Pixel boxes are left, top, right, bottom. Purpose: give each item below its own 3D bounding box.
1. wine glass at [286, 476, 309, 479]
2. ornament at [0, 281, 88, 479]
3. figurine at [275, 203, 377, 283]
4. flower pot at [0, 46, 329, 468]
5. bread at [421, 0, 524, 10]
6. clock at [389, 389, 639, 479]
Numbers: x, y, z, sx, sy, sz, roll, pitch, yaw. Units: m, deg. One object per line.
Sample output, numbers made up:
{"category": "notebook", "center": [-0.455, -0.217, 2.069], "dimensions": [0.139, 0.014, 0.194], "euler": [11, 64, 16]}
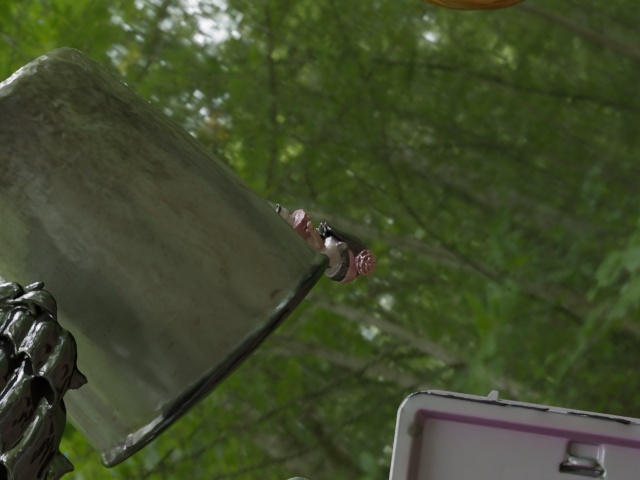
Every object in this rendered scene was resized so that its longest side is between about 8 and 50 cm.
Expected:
{"category": "wine glass", "center": [0.161, 0.212, 0.834], "dimensions": [0.264, 0.310, 0.096], "euler": [33, -130, -52]}
{"category": "ornament", "center": [-0.280, 0.134, 0.872], "dimensions": [0.251, 0.260, 0.106], "euler": [-44, -27, -15]}
{"category": "figurine", "center": [0.000, 0.000, 1.329], "dimensions": [0.072, 0.129, 0.054], "euler": [-33, 27, 56]}
{"category": "flower pot", "center": [-0.201, 0.001, 1.138], "dimensions": [0.293, 0.330, 0.293], "euler": [-41, 6, 5]}
{"category": "bread", "center": [0.161, -0.323, 1.340], "dimensions": [0.173, 0.311, 0.121], "euler": [-1, -75, -7]}
{"category": "clock", "center": [0.134, 0.162, 0.634], "dimensions": [0.063, 0.197, 0.150], "euler": [21, -104, -78]}
